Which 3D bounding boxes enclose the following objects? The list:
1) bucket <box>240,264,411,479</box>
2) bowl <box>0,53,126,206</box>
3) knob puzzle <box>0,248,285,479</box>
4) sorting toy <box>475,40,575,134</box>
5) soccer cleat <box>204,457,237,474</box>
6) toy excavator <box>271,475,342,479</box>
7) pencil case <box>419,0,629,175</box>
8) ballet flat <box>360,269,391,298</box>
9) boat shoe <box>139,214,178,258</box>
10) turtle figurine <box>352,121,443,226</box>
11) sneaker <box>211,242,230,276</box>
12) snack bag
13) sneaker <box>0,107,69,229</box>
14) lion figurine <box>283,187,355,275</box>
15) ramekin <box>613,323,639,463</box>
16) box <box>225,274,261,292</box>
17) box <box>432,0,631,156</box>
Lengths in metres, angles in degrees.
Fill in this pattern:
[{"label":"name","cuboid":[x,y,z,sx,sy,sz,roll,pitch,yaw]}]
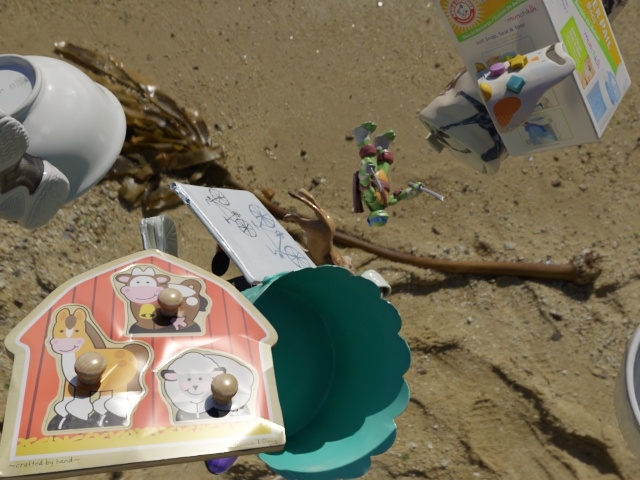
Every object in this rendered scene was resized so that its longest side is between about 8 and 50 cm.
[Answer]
[{"label":"bucket","cuboid":[-0.030,0.175,0.727,0.281,0.183,0.282,5,81,-31]},{"label":"bowl","cuboid":[-0.480,-0.194,0.828,0.297,0.134,0.298,-2,63,4]},{"label":"knob puzzle","cuboid":[-0.123,0.067,0.385,0.213,0.030,0.213,11,37,-9]},{"label":"sorting toy","cuboid":[0.179,-0.144,0.455,0.045,0.075,0.083,49,31,-32]},{"label":"soccer cleat","cuboid":[-0.148,0.380,1.185,0.116,0.109,0.318,3,47,36]},{"label":"toy excavator","cuboid":[-0.129,0.671,1.109,0.222,0.432,0.446,4,79,-45]},{"label":"pencil case","cuboid":[0.323,-0.300,0.823,0.159,0.183,0.410,31,105,-12]},{"label":"ballet flat","cuboid":[0.094,0.257,1.791,0.139,0.139,0.400,45,68,7]},{"label":"boat shoe","cuboid":[-0.504,0.081,1.613,0.102,0.118,0.321,-8,81,11]},{"label":"turtle figurine","cuboid":[0.187,-0.186,1.370,0.197,0.275,0.267,-3,70,-12]},{"label":"sneaker","cuboid":[-0.290,0.029,1.587,0.057,0.075,0.162,10,101,4]},{"label":"snack bag","cuboid":[-0.168,-0.010,1.266,0.037,0.342,0.323,-47,73,18]},{"label":"sneaker","cuboid":[-0.393,-0.101,0.566,0.153,0.268,0.101,31,75,2]},{"label":"lion figurine","cuboid":[0.000,0.000,1.805,0.240,0.392,0.142,37,71,29]},{"label":"ramekin","cuboid":[0.387,0.158,0.493,0.207,0.109,0.207,-6,63,11]},{"label":"box","cuboid":[-0.225,0.200,1.537,0.147,0.077,0.180,-18,72,25]},{"label":"box","cuboid":[0.224,-0.208,0.546,0.114,0.103,0.203,-50,116,-28]}]
